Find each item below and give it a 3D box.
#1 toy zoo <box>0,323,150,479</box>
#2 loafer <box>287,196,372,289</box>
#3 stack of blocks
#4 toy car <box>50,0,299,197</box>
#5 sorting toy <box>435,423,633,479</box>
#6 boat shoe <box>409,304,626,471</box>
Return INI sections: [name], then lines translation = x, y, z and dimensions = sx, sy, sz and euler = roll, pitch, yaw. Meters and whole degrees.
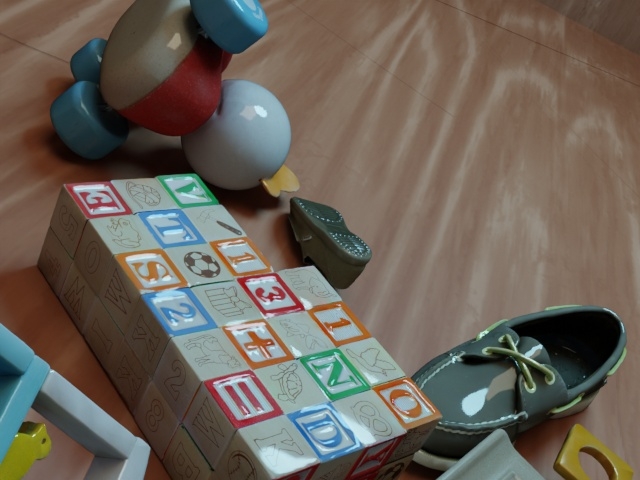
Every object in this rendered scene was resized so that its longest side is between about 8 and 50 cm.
[toy zoo]
translation = -0.179, 0.133, 0.415
dimensions = 0.293, 0.030, 0.192
euler = 54, 42, -40
[loafer]
translation = 0.000, 0.000, 0.910
dimensions = 0.056, 0.050, 0.148
euler = 15, 18, -26
[stack of blocks]
translation = -0.070, 0.074, 0.708
dimensions = 0.171, 0.087, 0.297
euler = -8, 47, -44
[toy car]
translation = -0.106, -0.140, 0.938
dimensions = 0.238, 0.219, 0.210
euler = 46, 21, -29
[sorting toy]
translation = 0.149, 0.252, 0.663
dimensions = 0.196, 0.047, 0.348
euler = 48, 39, 18
[boat shoe]
translation = 0.175, 0.121, 0.826
dimensions = 0.305, 0.091, 0.109
euler = -9, 47, -45
